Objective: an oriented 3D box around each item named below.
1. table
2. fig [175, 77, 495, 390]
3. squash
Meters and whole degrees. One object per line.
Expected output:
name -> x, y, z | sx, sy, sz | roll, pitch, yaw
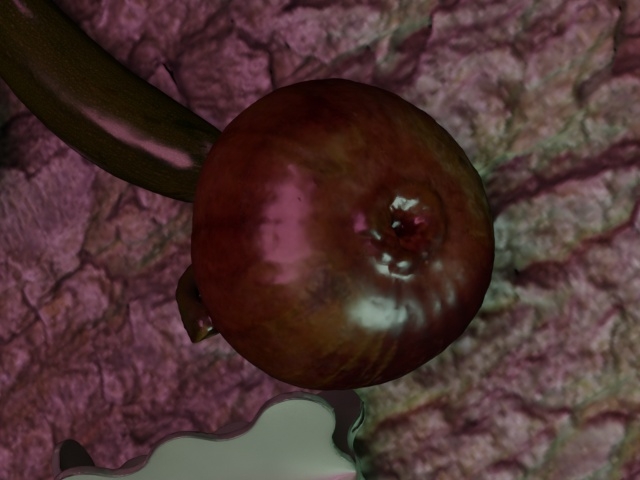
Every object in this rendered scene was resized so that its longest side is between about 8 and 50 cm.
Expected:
table -> -0.058, 0.179, 0.893 | 0.198, 0.166, 0.166 | -21, 81, 13
fig -> 0.001, -0.001, 0.855 | 0.205, 0.205, 0.205 | 0, 89, 22
squash -> -0.166, -0.108, 0.982 | 0.318, 0.080, 0.071 | 40, 141, 19
